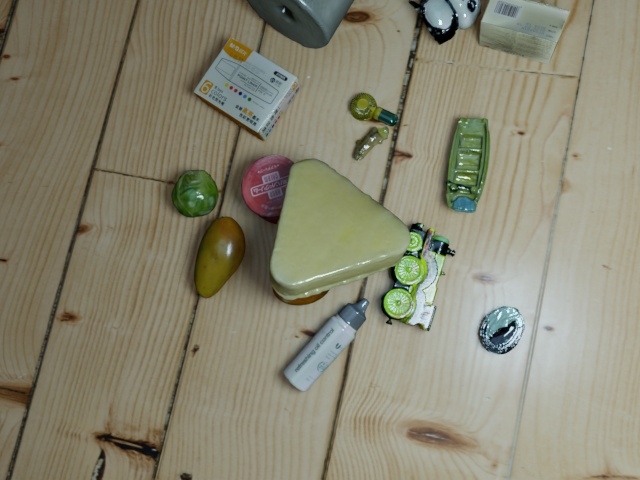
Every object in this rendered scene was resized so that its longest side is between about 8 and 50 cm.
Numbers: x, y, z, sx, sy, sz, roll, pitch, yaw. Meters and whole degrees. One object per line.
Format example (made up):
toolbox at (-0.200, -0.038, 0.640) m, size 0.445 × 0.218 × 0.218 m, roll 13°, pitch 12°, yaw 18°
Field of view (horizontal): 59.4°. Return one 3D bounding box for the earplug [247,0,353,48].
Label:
earplug at (-0.011, -0.825, 1.653) m, size 0.312 × 0.312 × 0.394 m, roll 31°, pitch 88°, yaw 15°

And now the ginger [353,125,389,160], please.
ginger at (0.148, -0.295, 1.673) m, size 0.137 × 0.044 × 0.057 m, roll -42°, pitch 94°, yaw 5°

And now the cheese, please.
cheese at (-0.001, -0.001, 1.460) m, size 0.383 × 0.104 × 0.384 m, roll 3°, pitch 65°, yaw -5°

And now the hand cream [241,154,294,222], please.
hand cream at (-0.128, -0.148, 1.665) m, size 0.193 × 0.125 × 0.193 m, roll -2°, pitch 82°, yaw 13°

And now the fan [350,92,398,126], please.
fan at (0.161, -0.389, 1.685) m, size 0.155 × 0.039 × 0.082 m, roll 27°, pitch 87°, yaw 14°

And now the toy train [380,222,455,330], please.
toy train at (0.270, 0.102, 1.557) m, size 0.160 × 0.100 × 0.296 m, roll 17°, pitch 84°, yaw 7°

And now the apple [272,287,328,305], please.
apple at (-0.049, 0.086, 1.580) m, size 0.195 × 0.196 × 0.196 m, roll -2°, pitch 81°, yaw 12°

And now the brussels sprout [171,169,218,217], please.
brussels sprout at (-0.384, -0.145, 1.722) m, size 0.155 × 0.117 × 0.155 m, roll 0°, pitch 91°, yaw 15°

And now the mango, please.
mango at (-0.302, 0.052, 1.675) m, size 0.138 × 0.113 × 0.253 m, roll 18°, pitch 87°, yaw 15°

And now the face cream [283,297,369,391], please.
face cream at (0.029, 0.284, 1.582) m, size 0.092 × 0.092 × 0.311 m, roll 43°, pitch 91°, yaw 15°

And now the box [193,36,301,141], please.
box at (-0.229, -0.472, 1.754) m, size 0.273 × 0.091 × 0.221 m, roll 32°, pitch 88°, yaw 14°

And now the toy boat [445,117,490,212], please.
toy boat at (0.416, -0.206, 1.584) m, size 0.111 × 0.084 × 0.276 m, roll 6°, pitch 79°, yaw 15°

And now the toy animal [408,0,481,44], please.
toy animal at (0.373, -0.680, 1.636) m, size 0.179 × 0.138 × 0.166 m, roll -29°, pitch 93°, yaw 11°

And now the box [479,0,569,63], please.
box at (0.561, -0.589, 1.566) m, size 0.212 × 0.168 × 0.095 m, roll 22°, pitch 90°, yaw 14°

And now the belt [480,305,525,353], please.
belt at (0.488, 0.241, 1.509) m, size 0.105 × 0.058 × 0.140 m, roll 36°, pitch 94°, yaw 21°
